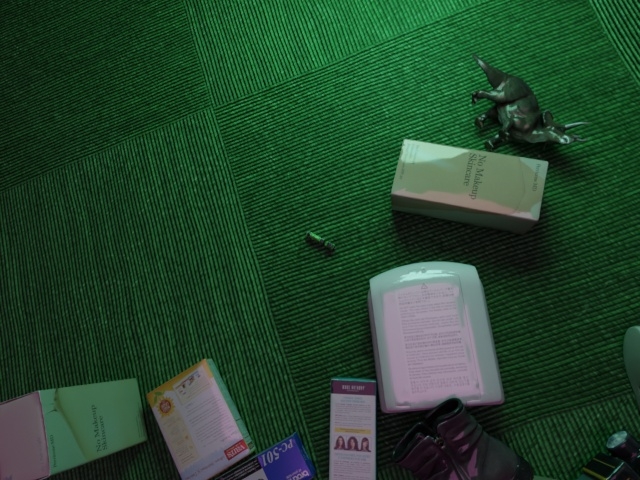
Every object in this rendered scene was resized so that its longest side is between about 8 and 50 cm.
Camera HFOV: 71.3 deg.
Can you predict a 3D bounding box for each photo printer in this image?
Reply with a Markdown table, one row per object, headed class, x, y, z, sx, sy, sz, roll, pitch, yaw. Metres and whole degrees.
| class | x | y | z | sx | sy | sz | roll | pitch | yaw |
| --- | --- | --- | --- | --- | --- | --- | --- | --- | --- |
| photo printer | 0.237 | 0.200 | 0.965 | 0.256 | 0.107 | 0.307 | -9 | 76 | 8 |

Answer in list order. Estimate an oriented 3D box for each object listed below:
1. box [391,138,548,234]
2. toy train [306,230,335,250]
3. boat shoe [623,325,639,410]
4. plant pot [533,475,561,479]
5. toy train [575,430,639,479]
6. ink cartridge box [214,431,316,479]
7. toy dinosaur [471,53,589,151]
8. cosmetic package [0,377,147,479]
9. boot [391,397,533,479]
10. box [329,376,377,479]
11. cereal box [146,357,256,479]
| class | x | y | z | sx | sy | sz | roll | pitch | yaw |
| --- | --- | --- | --- | --- | --- | --- | --- | --- | --- |
| box | 0.328 | -0.121 | 1.014 | 0.312 | 0.121 | 0.147 | 11 | 79 | 13 |
| toy train | 0.000 | 0.000 | 1.096 | 0.083 | 0.023 | 0.017 | 29 | 84 | 14 |
| boat shoe | 0.679 | 0.282 | 0.890 | 0.081 | 0.079 | 0.227 | -9 | 81 | -1 |
| plant pot | 0.423 | 0.517 | 0.868 | 0.096 | 0.109 | 0.109 | 12 | 80 | 24 |
| toy train | 0.628 | 0.521 | 0.801 | 0.190 | 0.142 | 0.334 | -39 | 76 | -3 |
| ink cartridge box | -0.123 | 0.523 | 0.990 | 0.207 | 0.046 | 0.097 | -30 | 76 | 2 |
| toy dinosaur | 0.454 | -0.310 | 1.054 | 0.161 | 0.121 | 0.313 | -24 | 69 | -8 |
| cosmetic package | -0.516 | 0.396 | 0.952 | 0.113 | 0.309 | 0.160 | -20 | 75 | 6 |
| boot | 0.219 | 0.483 | 0.867 | 0.223 | 0.118 | 0.338 | 39 | 87 | -2 |
| box | 0.073 | 0.426 | 0.968 | 0.101 | 0.060 | 0.244 | 0 | 78 | 10 |
| cereal box | -0.281 | 0.423 | 1.040 | 0.173 | 0.047 | 0.240 | -31 | 75 | 2 |
